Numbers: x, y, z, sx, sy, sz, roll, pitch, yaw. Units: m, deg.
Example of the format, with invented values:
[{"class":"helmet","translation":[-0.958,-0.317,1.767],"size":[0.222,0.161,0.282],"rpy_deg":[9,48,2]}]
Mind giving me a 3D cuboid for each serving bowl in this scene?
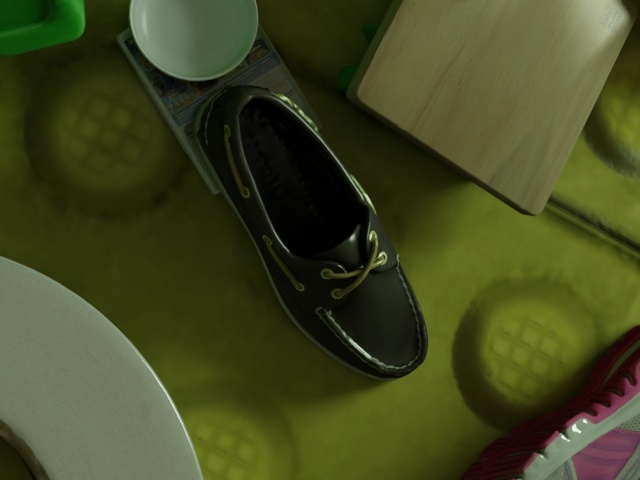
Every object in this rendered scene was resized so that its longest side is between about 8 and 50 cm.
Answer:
[{"class":"serving bowl","translation":[-0.083,-0.142,1.159],"size":[0.083,0.027,0.083],"rpy_deg":[1,87,-13]}]

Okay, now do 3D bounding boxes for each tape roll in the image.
[{"class":"tape roll","translation":[-0.258,0.192,1.092],"size":[0.392,0.072,0.392],"rpy_deg":[1,87,-14]}]

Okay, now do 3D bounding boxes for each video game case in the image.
[{"class":"video game case","translation":[-0.066,-0.103,1.183],"size":[0.087,0.011,0.122],"rpy_deg":[-33,95,-12]}]

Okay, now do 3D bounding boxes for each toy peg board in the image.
[{"class":"toy peg board","translation":[0.101,-0.125,1.200],"size":[0.160,0.079,0.161],"rpy_deg":[31,81,-26]}]

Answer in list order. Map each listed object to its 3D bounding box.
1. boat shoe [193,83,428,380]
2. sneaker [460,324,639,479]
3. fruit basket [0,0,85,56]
[{"class":"boat shoe","translation":[0.000,0.000,1.156],"size":[0.081,0.069,0.228],"rpy_deg":[-38,102,-12]},{"class":"sneaker","translation":[0.188,0.154,1.182],"size":[0.252,0.103,0.111],"rpy_deg":[-37,94,-12]},{"class":"fruit basket","translation":[-0.330,-0.266,1.043],"size":[0.392,0.283,0.392],"rpy_deg":[-1,46,1]}]
